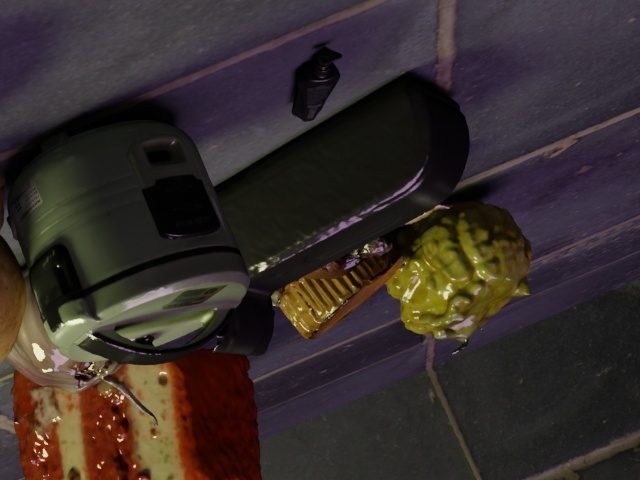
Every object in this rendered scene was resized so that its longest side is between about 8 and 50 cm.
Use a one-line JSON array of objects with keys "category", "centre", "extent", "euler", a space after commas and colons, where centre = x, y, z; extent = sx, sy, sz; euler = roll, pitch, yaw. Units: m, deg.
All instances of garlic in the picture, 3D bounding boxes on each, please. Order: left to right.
[{"category": "garlic", "centre": [-0.272, 0.105, 1.763], "extent": [0.207, 0.257, 0.207], "euler": [-53, -166, 19]}]

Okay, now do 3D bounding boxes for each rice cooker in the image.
[{"category": "rice cooker", "centre": [-0.196, 0.010, 1.450], "extent": [0.226, 0.244, 0.226], "euler": [-19, 167, -5]}]

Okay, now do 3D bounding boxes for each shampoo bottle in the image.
[{"category": "shampoo bottle", "centre": [-0.005, -0.169, 1.526], "extent": [0.048, 0.027, 0.137], "euler": [-10, 162, -13]}]

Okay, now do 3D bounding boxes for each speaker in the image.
[{"category": "speaker", "centre": [0.016, -0.024, 1.754], "extent": [0.388, 0.184, 0.180], "euler": [-30, 163, 20]}]

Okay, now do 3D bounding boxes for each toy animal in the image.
[{"category": "toy animal", "centre": [0.000, 0.000, 1.968], "extent": [0.179, 0.089, 0.188], "euler": [-14, 148, 17]}]

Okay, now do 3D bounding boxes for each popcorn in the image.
[{"category": "popcorn", "centre": [0.220, 0.054, 2.252], "extent": [0.249, 0.225, 0.249], "euler": [-16, 155, -8]}]

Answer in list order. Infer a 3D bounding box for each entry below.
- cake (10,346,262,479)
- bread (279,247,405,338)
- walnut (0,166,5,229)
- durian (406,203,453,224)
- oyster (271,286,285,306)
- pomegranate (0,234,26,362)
[{"category": "cake", "centre": [-0.277, 0.300, 2.158], "extent": [0.320, 0.269, 0.270], "euler": [-13, 171, 19]}, {"category": "bread", "centre": [0.026, 0.056, 2.143], "extent": [0.199, 0.104, 0.199], "euler": [-39, 173, -6]}, {"category": "walnut", "centre": [-0.380, -0.031, 1.200], "extent": [0.230, 0.178, 0.178], "euler": [-2, 154, -44]}, {"category": "durian", "centre": [0.116, -0.066, 1.970], "extent": [0.140, 0.071, 0.110], "euler": [-1, 152, -18]}, {"category": "oyster", "centre": [-0.142, 0.050, 1.912], "extent": [0.209, 0.132, 0.072], "euler": [-23, -171, -18]}, {"category": "pomegranate", "centre": [-0.400, 0.061, 1.420], "extent": [0.207, 0.207, 0.207], "euler": [-22, 165, -6]}]
